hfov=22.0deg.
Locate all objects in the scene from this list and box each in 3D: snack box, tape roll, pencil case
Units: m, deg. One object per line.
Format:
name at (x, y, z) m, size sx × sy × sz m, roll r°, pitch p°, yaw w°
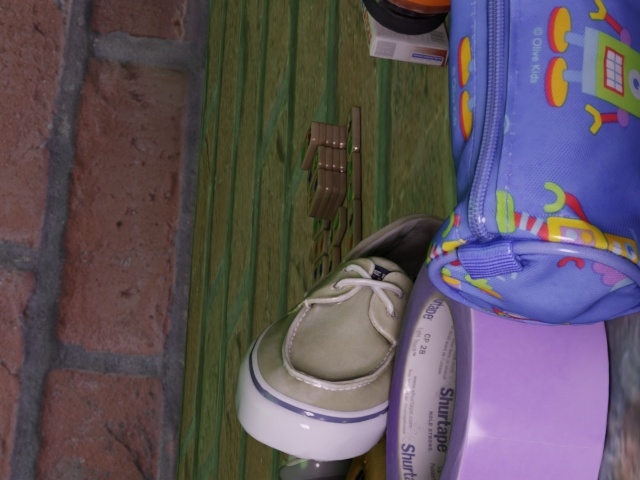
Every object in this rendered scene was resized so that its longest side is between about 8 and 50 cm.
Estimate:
snack box at (0.067, -0.206, 1.398) m, size 0.178 × 0.064 × 0.022 m, roll -96°, pitch 16°, yaw -52°
tape roll at (0.099, 0.099, 0.972) m, size 0.189 × 0.080 × 0.189 m, roll -172°, pitch 90°, yaw -80°
pencil case at (0.119, -0.110, 0.875) m, size 0.119 × 0.133 × 0.306 m, roll -13°, pitch 67°, yaw 44°

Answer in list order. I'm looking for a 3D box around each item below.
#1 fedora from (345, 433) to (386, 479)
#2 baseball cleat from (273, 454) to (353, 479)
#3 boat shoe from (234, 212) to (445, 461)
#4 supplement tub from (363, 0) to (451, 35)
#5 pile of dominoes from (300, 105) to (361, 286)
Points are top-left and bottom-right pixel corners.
fedora at (0.052, 0.226, 1.140) m, size 0.194 × 0.079 × 0.194 m, roll -169°, pitch 90°, yaw -85°
baseball cleat at (-0.005, 0.253, 1.514) m, size 0.206 × 0.072 × 0.109 m, roll 112°, pitch 149°, yaw -69°
boat shoe at (0.024, 0.055, 1.135) m, size 0.302 × 0.109 × 0.094 m, roll -47°, pitch -22°, yaw -66°
supplement tub at (0.086, -0.239, 1.204) m, size 0.198 × 0.106 × 0.106 m, roll 113°, pitch 161°, yaw -54°
pile of dominoes at (0.000, 0.000, 1.690) m, size 0.196 × 0.040 × 0.251 m, roll 112°, pitch 162°, yaw -54°
